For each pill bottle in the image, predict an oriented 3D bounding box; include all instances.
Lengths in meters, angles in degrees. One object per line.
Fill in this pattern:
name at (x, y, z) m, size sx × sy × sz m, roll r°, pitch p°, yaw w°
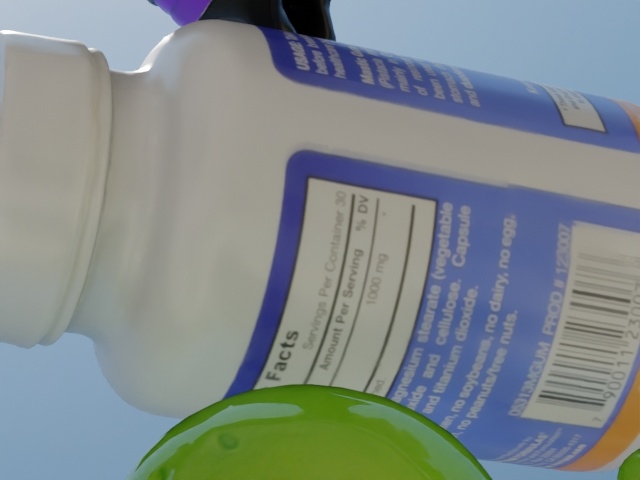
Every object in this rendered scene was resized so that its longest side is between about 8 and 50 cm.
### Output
pill bottle at (0.000, 0.000, 0.714) m, size 0.272 × 0.152 × 0.152 m, roll 10°, pitch -123°, yaw -17°

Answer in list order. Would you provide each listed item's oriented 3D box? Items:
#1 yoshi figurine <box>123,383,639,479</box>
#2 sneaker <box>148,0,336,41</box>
yoshi figurine at (0.030, 0.130, 0.560) m, size 0.203 × 0.362 × 0.203 m, roll 23°, pitch -97°, yaw 13°
sneaker at (0.035, -0.189, 0.751) m, size 0.146 × 0.102 × 0.293 m, roll 42°, pitch -66°, yaw 13°
